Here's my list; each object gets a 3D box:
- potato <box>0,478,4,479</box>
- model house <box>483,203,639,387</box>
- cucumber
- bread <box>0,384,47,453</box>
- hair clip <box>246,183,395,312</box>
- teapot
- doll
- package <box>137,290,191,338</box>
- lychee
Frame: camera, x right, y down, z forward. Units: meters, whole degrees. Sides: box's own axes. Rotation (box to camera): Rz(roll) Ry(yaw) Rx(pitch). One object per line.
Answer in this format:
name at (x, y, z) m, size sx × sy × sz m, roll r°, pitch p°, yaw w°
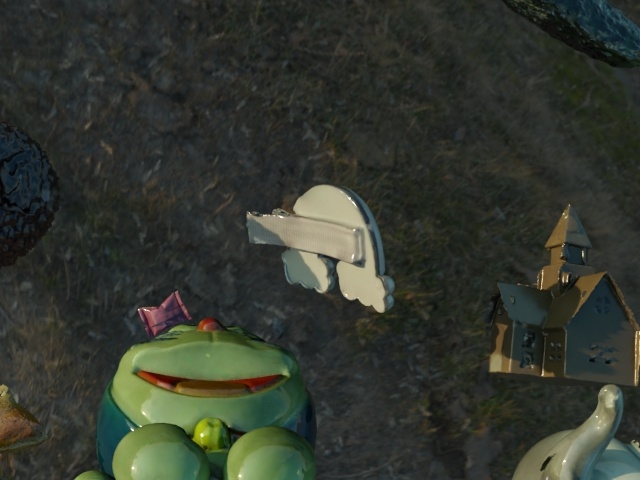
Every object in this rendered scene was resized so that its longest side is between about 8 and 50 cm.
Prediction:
potato at (-0.534, 0.415, 1.218) m, size 0.210 × 0.307 × 0.173 m, roll 11°, pitch 80°, yaw -56°
model house at (0.316, 0.068, 1.159) m, size 0.176 × 0.181 × 0.248 m, roll 10°, pitch 77°, yaw -17°
cucumber at (0.234, -0.253, 0.873) m, size 0.294 × 0.067 × 0.067 m, roll 27°, pitch 65°, yaw -23°
bread at (-0.557, 0.314, 1.425) m, size 0.136 × 0.054 × 0.154 m, roll -28°, pitch 45°, yaw -37°
hair clip at (0.000, 0.000, 1.020) m, size 0.054 × 0.220 × 0.140 m, roll -11°, pitch 106°, yaw -43°
teapot at (0.250, 0.243, 0.703) m, size 0.129 × 0.193 × 0.294 m, roll -39°, pitch 121°, yaw 2°
doll at (-0.101, 0.183, 0.738) m, size 0.199 × 0.322 × 0.186 m, roll 5°, pitch 105°, yaw -3°
package at (-0.276, 0.131, 1.502) m, size 0.083 × 0.029 × 0.059 m, roll -24°, pitch 91°, yaw 2°
lychee at (-0.392, -0.046, 0.964) m, size 0.188 × 0.188 × 0.188 m, roll 6°, pitch 70°, yaw -18°
